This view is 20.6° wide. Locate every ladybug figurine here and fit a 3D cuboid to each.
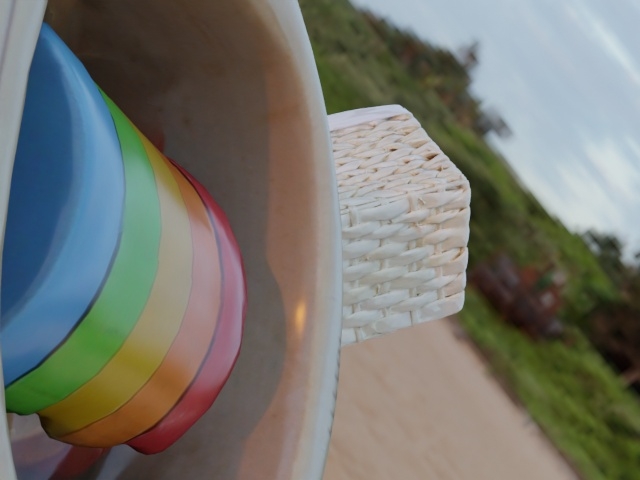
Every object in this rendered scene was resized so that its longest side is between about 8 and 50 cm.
[{"bbox_3d":[-0.111,0.003,0.483,0.449,0.162,0.305,57,39,-67],"label":"ladybug figurine"}]

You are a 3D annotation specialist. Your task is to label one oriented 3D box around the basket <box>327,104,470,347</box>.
[{"bbox_3d":[0.000,0.000,1.071,0.103,0.167,0.113,-131,-146,-50],"label":"basket"}]
